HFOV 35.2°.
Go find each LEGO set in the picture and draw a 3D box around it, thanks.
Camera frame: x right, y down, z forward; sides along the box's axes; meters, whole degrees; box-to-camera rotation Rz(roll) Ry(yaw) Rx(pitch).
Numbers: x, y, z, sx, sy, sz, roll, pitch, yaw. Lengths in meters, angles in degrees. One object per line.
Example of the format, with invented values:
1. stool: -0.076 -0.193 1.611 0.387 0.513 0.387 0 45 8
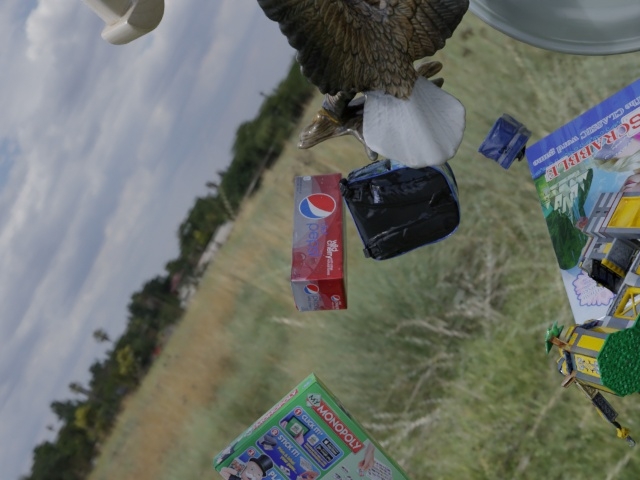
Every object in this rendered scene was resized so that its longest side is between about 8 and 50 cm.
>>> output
1. LEGO set: 0.365 0.094 1.018 0.255 0.331 0.192 -69 17 -5

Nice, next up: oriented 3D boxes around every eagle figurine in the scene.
1. eagle figurine: 0.021 -0.220 0.909 0.226 0.225 0.298 -76 -16 -45

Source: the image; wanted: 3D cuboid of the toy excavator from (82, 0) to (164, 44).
1. toy excavator: -0.464 -0.593 1.719 0.222 0.433 0.445 -13 72 40

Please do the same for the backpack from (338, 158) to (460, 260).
1. backpack: 0.093 -0.045 1.097 0.114 0.105 0.084 -16 21 17

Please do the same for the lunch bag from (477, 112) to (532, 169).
1. lunch bag: 0.291 -0.151 1.563 0.067 0.065 0.098 -59 -7 23

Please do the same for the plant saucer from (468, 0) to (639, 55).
1. plant saucer: 0.262 -0.374 0.934 0.400 0.400 0.100 -61 -11 18

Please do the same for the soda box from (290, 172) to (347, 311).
1. soda box: 0.000 0.000 1.763 0.083 0.092 0.263 81 -173 -45

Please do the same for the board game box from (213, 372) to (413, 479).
1. board game box: 0.013 0.395 1.612 0.213 0.317 0.046 -41 13 1

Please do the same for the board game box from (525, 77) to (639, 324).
1. board game box: 0.429 -0.070 1.239 0.318 0.066 0.318 -33 42 27
